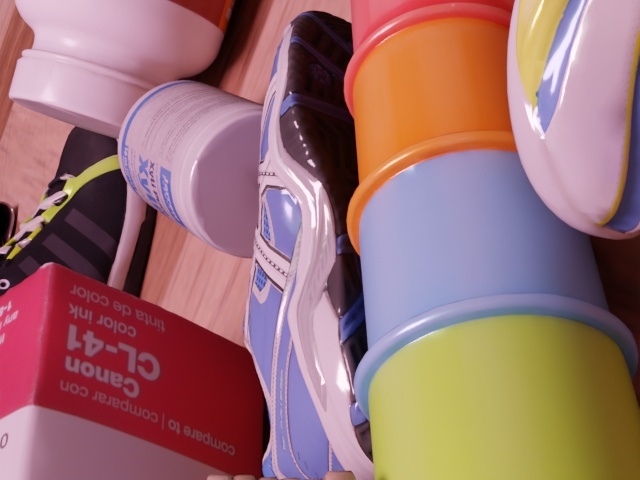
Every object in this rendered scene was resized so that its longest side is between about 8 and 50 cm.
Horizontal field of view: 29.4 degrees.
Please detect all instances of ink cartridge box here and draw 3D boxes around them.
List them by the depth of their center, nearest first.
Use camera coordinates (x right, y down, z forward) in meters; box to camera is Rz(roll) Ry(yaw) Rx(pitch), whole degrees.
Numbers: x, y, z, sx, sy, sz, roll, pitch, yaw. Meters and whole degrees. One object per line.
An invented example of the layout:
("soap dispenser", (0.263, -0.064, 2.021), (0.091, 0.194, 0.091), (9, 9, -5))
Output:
("ink cartridge box", (-0.141, 0.197, 0.503), (0.226, 0.131, 0.306), (-31, 42, 33))

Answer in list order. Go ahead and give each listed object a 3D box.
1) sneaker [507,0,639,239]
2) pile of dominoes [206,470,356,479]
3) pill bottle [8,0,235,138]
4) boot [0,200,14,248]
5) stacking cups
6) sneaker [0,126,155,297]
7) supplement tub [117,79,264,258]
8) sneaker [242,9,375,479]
("sneaker", (0.135, -0.103, 0.299), (0.126, 0.091, 0.240), (31, 100, 59))
("pile of dominoes", (-0.018, 0.199, 0.350), (0.196, 0.040, 0.251), (103, 168, -59))
("pill bottle", (-0.101, -0.169, 0.695), (0.121, 0.121, 0.216), (13, 86, 60))
("boot", (-0.275, -0.006, 0.979), (0.087, 0.042, 0.118), (-37, 45, 36))
("stacking cups", (0.052, 0.013, 0.373), (0.096, 0.096, 0.316), (-41, 40, 41))
("sneaker", (-0.161, 0.019, 0.712), (0.084, 0.097, 0.234), (-31, 49, 48))
("supplement tub", (-0.050, -0.037, 0.587), (0.107, 0.071, 0.071), (29, 99, 61))
("sneaker", (0.000, 0.000, 0.474), (0.081, 0.080, 0.211), (-37, 44, 42))
